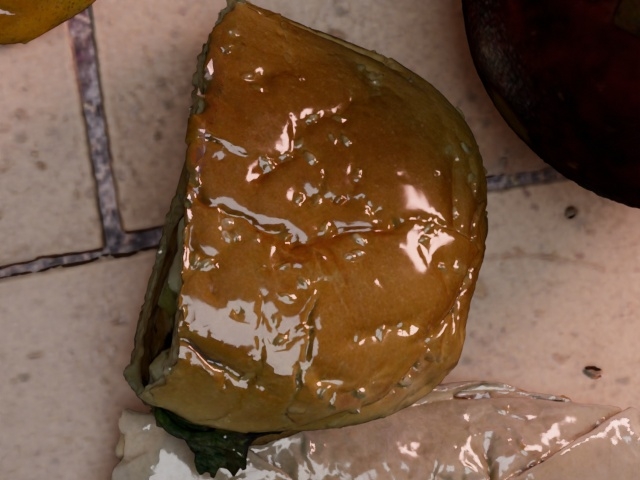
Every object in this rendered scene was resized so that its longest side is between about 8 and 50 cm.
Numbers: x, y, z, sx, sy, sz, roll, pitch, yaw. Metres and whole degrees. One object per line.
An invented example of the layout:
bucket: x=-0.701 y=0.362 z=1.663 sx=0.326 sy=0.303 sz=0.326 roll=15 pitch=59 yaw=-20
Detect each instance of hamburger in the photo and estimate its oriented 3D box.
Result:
hamburger: x=0.000 y=0.000 z=1.094 sx=0.211 sy=0.132 sz=0.309 roll=14 pitch=66 yaw=-12

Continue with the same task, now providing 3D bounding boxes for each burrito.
burrito: x=0.050 y=0.152 z=1.158 sx=0.392 sy=0.076 sz=0.117 roll=0 pitch=86 yaw=-15

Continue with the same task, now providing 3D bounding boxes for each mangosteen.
mangosteen: x=0.252 y=-0.170 z=1.150 sx=0.306 sy=0.359 sz=0.306 roll=1 pitch=92 yaw=18

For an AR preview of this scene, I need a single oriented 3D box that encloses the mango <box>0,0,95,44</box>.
mango: x=-0.182 y=-0.174 z=1.117 sx=0.079 sy=0.057 sz=0.114 roll=44 pitch=86 yaw=-14
